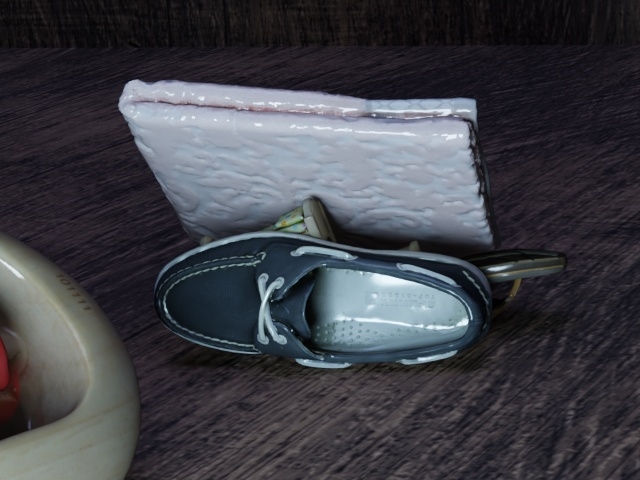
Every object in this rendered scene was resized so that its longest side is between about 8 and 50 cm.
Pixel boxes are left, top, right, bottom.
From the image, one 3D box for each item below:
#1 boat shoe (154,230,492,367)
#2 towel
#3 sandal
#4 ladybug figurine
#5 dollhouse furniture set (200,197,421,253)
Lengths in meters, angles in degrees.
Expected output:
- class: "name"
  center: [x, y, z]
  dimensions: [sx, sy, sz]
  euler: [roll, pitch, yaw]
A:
- class: "boat shoe"
  center: [-0.004, 0.052, 1.645]
  dimensions: [0.302, 0.114, 0.091]
  euler: [-4, 9, 10]
- class: "towel"
  center: [0.001, -0.056, 1.755]
  dimensions: [0.317, 0.053, 0.332]
  euler: [4, -22, 10]
- class: "sandal"
  center: [0.118, 0.055, 1.714]
  dimensions: [0.219, 0.060, 0.090]
  euler: [-19, 8, 6]
- class: "ladybug figurine"
  center: [-0.302, 0.114, 1.269]
  dimensions: [0.305, 0.162, 0.449]
  euler: [49, 24, 17]
- class: "dollhouse furniture set"
  center: [0.000, 0.000, 1.766]
  dimensions: [0.182, 0.101, 0.161]
  euler: [-20, 11, 12]
